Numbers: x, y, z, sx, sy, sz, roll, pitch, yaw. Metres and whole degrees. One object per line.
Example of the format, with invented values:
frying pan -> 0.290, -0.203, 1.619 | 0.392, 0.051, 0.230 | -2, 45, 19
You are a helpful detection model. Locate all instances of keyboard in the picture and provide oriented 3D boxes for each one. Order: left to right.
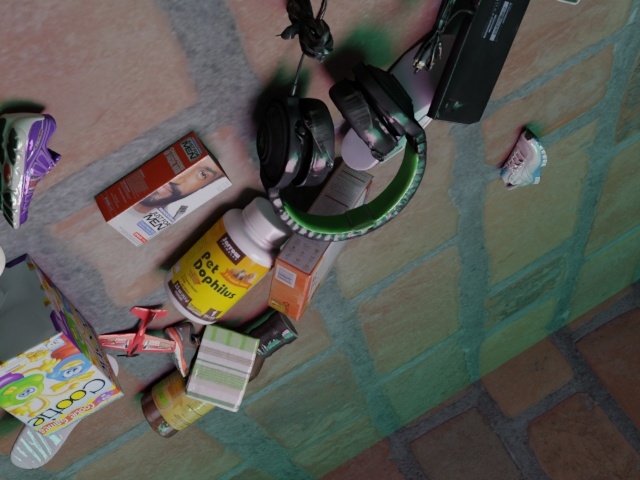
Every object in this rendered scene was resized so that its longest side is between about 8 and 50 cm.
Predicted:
keyboard -> 0.216, -0.315, 1.101 | 0.201, 0.033, 0.317 | -1, 118, -46

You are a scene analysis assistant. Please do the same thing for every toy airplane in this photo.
toy airplane -> -0.321, 0.163, 1.411 | 0.151, 0.028, 0.151 | -11, 141, -9

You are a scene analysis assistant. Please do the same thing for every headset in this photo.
headset -> 0.026, -0.146, 1.090 | 0.243, 0.185, 0.394 | -22, 131, -4

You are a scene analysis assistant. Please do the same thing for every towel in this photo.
towel -> -0.191, 0.248, 1.557 | 0.023, 0.113, 0.152 | -116, -136, -86

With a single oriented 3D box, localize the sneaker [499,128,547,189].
sneaker -> 0.411, -0.155, 1.637 | 0.082, 0.071, 0.191 | -25, 152, -3

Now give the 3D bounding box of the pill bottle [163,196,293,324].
pill bottle -> -0.146, 0.030, 1.289 | 0.215, 0.117, 0.117 | -43, 151, 18

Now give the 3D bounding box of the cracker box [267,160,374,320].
cracker box -> 0.000, 0.000, 1.324 | 0.232, 0.067, 0.156 | -56, 169, -32

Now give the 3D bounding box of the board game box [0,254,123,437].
board game box -> -0.422, 0.167, 1.191 | 0.142, 0.144, 0.275 | -28, 153, -10

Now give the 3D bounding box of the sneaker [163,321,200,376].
sneaker -> -0.256, 0.208, 1.530 | 0.064, 0.061, 0.158 | -29, 154, -21

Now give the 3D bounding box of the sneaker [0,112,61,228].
sneaker -> -0.348, -0.080, 0.954 | 0.071, 0.068, 0.170 | -16, 148, -41

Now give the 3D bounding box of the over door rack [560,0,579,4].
over door rack -> 0.330, -0.444, 0.897 | 0.324, 0.240, 0.108 | -43, 145, 18

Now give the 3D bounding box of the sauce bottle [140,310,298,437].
sauce bottle -> -0.203, 0.265, 1.623 | 0.344, 0.111, 0.111 | -36, 153, 2

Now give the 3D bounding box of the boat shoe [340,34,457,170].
boat shoe -> 0.135, -0.214, 1.240 | 0.258, 0.095, 0.084 | -42, 168, 22

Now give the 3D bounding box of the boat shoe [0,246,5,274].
boat shoe -> -0.538, 0.072, 0.972 | 0.304, 0.091, 0.109 | -30, 111, -16

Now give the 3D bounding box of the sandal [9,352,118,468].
sandal -> -0.466, 0.284, 1.406 | 0.102, 0.076, 0.265 | 33, 101, -36

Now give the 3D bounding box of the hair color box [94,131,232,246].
hair color box -> -0.219, -0.070, 1.121 | 0.167, 0.053, 0.093 | -35, 152, 1
